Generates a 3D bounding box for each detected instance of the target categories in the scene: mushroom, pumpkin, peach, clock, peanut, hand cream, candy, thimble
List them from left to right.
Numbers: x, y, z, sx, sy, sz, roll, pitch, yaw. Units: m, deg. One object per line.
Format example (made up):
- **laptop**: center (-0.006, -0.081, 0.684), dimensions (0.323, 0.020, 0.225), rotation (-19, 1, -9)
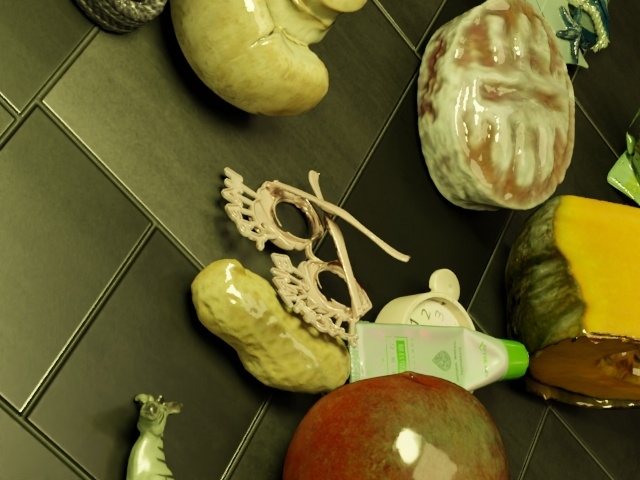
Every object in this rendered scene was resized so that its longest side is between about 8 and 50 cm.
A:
- **thimble**: center (-0.219, -0.282, 1.374), dimensions (0.104, 0.066, 0.095), rotation (38, 56, -33)
- **mushroom**: center (-0.070, -0.272, 1.416), dimensions (0.189, 0.195, 0.254), rotation (4, 79, -45)
- **peanut**: center (-0.055, 0.101, 1.396), dimensions (0.214, 0.099, 0.099), rotation (45, 51, -26)
- **peach**: center (0.088, 0.262, 1.389), dimensions (0.252, 0.252, 0.252), rotation (14, 68, -40)
- **clock**: center (0.131, 0.143, 1.586), dimensions (0.155, 0.063, 0.229), rotation (31, 62, -36)
- **hand cream**: center (0.140, 0.141, 1.529), dimensions (0.275, 0.050, 0.079), rotation (5, 50, -39)
- **candy**: center (0.235, -0.179, 1.714), dimensions (0.214, 0.157, 0.289), rotation (5, 81, -28)
- **pumpkin**: center (0.381, 0.096, 1.706), dimensions (0.303, 0.256, 0.225), rotation (55, 37, -53)

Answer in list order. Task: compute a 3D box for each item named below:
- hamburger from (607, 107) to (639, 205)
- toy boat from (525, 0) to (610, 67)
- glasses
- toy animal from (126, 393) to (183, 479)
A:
- **hamburger**: center (0.546, -0.130, 1.936), dimensions (0.150, 0.260, 0.276), rotation (1, 93, -14)
- **toy boat**: center (0.375, -0.321, 1.955), dimensions (0.210, 0.070, 0.291), rotation (17, 70, -34)
- **glasses**: center (-0.008, 0.005, 1.429), dimensions (0.162, 0.095, 0.255), rotation (-11, 59, -48)
- **toy animal**: center (-0.147, 0.273, 1.278), dimensions (0.217, 0.073, 0.176), rotation (54, 33, -23)
